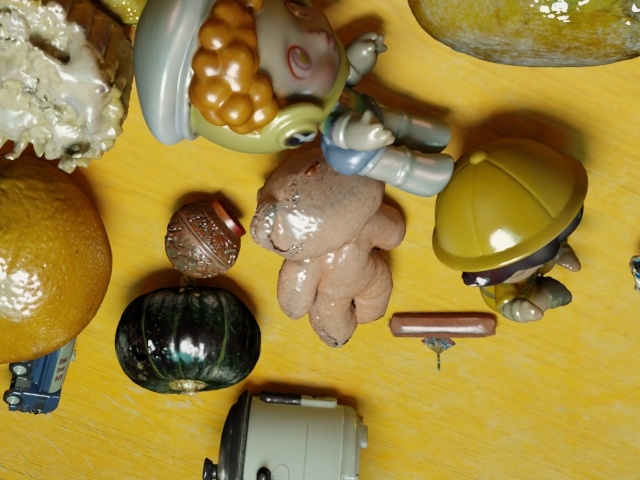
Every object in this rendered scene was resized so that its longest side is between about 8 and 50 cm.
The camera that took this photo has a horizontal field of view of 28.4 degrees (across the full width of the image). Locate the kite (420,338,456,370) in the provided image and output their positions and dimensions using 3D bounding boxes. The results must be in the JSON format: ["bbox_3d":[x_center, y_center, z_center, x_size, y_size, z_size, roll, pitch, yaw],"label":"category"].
[{"bbox_3d":[0.168,0.151,1.741,0.044,0.002,0.078,-14,129,22],"label":"kite"}]

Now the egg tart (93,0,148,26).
[{"bbox_3d":[-0.207,-0.269,1.362,0.105,0.039,0.105,3,134,3],"label":"egg tart"}]

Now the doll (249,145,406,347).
[{"bbox_3d":[0.000,0.000,1.539,0.156,0.201,0.303,37,154,33],"label":"doll"}]

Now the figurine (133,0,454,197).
[{"bbox_3d":[-0.030,-0.135,1.327,0.382,0.224,0.205,36,136,-21],"label":"figurine"}]

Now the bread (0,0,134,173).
[{"bbox_3d":[-0.327,-0.198,1.360,0.274,0.149,0.274,12,144,9],"label":"bread"}]

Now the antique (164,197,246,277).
[{"bbox_3d":[-0.147,0.000,1.574,0.104,0.104,0.104,5,135,5],"label":"antique"}]

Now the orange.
[{"bbox_3d":[-0.381,0.021,1.532,0.264,0.264,0.264,5,135,5],"label":"orange"}]

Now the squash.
[{"bbox_3d":[-0.176,0.132,1.675,0.193,0.156,0.193,-11,143,-8],"label":"squash"}]

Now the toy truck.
[{"bbox_3d":[-0.397,0.167,1.806,0.088,0.074,0.202,11,135,-14],"label":"toy truck"}]

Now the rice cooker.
[{"bbox_3d":[-0.054,0.338,1.800,0.227,0.241,0.280,5,180,-1],"label":"rice cooker"}]

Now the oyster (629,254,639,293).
[{"bbox_3d":[0.478,0.051,1.540,0.214,0.083,0.223,19,153,2],"label":"oyster"}]

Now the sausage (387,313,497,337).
[{"bbox_3d":[0.161,0.114,1.686,0.147,0.035,0.030,-1,102,9],"label":"sausage"}]

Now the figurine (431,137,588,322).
[{"bbox_3d":[0.216,-0.007,1.456,0.167,0.192,0.257,16,148,19],"label":"figurine"}]

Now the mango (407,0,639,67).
[{"bbox_3d":[0.216,-0.235,1.187,0.316,0.146,0.193,15,-175,44],"label":"mango"}]
